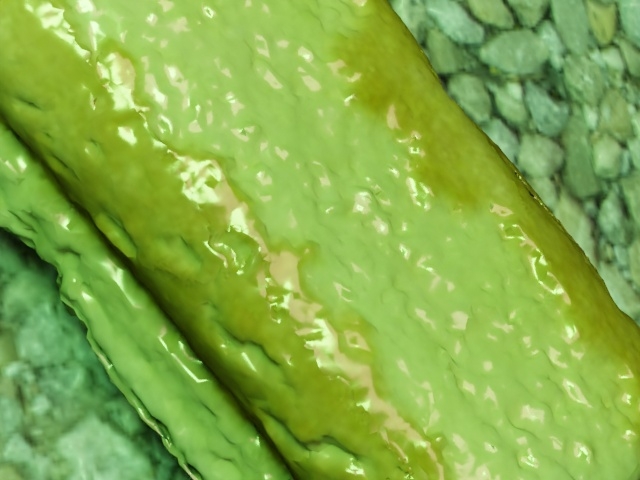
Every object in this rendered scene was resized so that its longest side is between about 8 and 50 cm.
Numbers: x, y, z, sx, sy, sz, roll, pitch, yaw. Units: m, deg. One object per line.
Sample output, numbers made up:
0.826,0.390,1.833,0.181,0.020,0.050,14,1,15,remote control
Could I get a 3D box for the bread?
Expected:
0.000,0.000,0.905,0.375,0.165,0.236,51,47,-2,bread
